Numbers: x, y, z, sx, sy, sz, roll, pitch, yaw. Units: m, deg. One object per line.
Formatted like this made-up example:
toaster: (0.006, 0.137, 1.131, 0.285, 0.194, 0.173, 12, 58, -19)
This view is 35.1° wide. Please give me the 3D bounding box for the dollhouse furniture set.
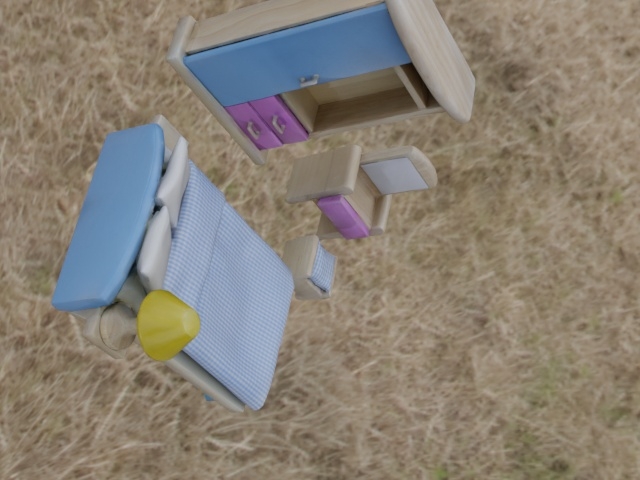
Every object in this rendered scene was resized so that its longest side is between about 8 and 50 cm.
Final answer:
dollhouse furniture set: (0.000, 0.000, 0.749, 0.286, 0.198, 0.303, 49, 44, -44)
